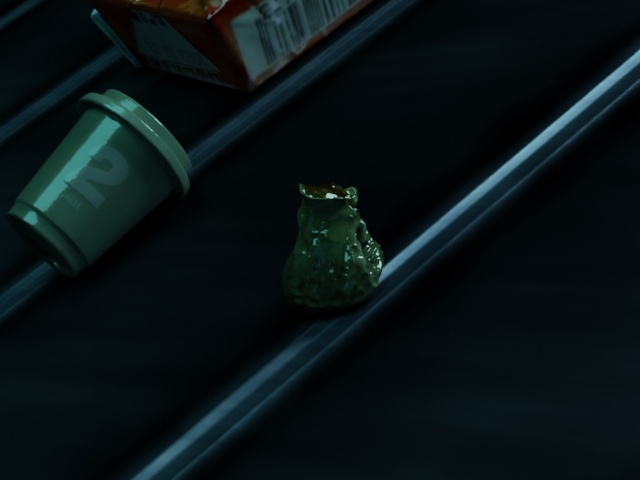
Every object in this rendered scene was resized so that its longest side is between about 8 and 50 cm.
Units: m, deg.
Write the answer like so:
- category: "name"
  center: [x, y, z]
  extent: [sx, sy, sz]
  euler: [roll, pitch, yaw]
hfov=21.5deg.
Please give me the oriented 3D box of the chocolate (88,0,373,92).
- category: "chocolate"
  center: [-0.070, -0.256, 1.664]
  extent: [0.237, 0.108, 0.234]
  euler: [-41, 34, -23]

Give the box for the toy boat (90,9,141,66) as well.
- category: "toy boat"
  center: [-0.143, -0.279, 1.814]
  extent: [0.238, 0.109, 0.098]
  euler: [-45, 5, -22]

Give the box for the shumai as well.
- category: "shumai"
  center: [0.000, 0.000, 1.160]
  extent: [0.082, 0.080, 0.083]
  euler: [-32, 27, -4]

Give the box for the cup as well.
- category: "cup"
  center: [-0.189, -0.046, 1.404]
  extent: [0.141, 0.120, 0.120]
  euler: [-46, 30, -15]
